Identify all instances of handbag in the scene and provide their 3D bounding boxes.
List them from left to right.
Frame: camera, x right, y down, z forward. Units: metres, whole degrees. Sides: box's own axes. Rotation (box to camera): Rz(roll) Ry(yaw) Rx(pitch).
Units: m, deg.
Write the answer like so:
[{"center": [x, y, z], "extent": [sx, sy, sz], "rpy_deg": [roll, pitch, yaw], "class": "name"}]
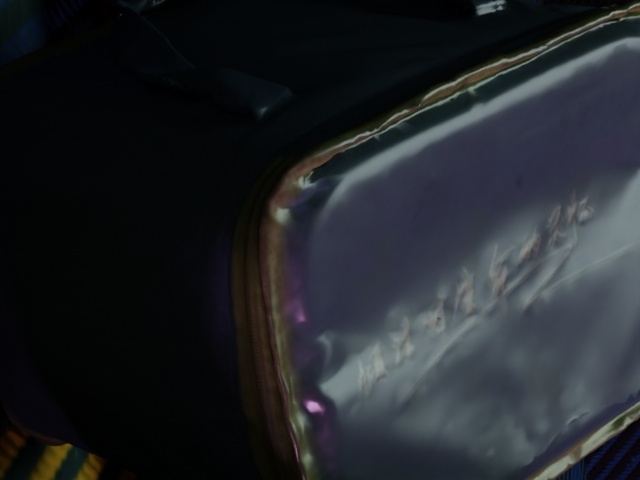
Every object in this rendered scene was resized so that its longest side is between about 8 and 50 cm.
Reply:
[{"center": [0.000, 0.000, 0.764], "extent": [0.263, 0.241, 0.222], "rpy_deg": [-25, 117, -34], "class": "handbag"}]

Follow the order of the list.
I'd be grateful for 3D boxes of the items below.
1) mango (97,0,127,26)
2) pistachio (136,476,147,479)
[{"center": [-0.031, -0.104, 0.985], "extent": [0.199, 0.201, 0.350], "rpy_deg": [-25, 118, -47], "class": "mango"}, {"center": [-0.038, 0.143, 0.944], "extent": [0.210, 0.131, 0.165], "rpy_deg": [-61, 140, -44], "class": "pistachio"}]
